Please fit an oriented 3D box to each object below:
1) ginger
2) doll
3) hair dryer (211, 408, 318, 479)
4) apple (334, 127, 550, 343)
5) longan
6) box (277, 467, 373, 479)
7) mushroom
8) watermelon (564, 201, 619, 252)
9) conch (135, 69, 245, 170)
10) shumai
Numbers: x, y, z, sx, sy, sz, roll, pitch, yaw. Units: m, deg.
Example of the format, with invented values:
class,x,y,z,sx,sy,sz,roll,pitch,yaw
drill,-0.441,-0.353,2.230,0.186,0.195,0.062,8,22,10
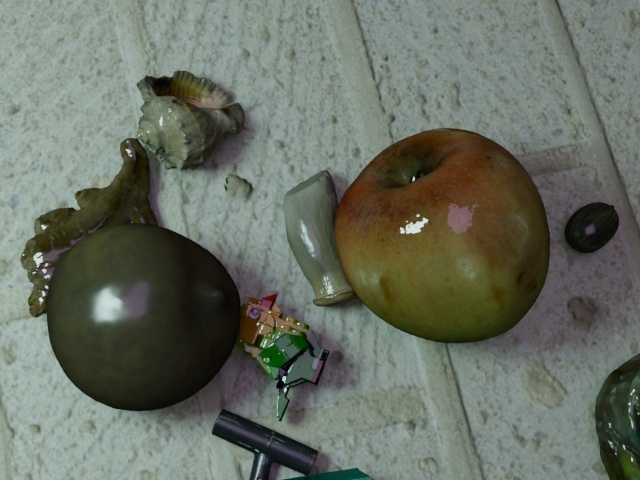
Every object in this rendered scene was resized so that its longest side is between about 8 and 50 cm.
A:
class,x,y,z,sx,sy,sz,roll,pitch,yaw
ginger,-0.379,-0.010,1.611,0.166,0.080,0.333,46,66,-7
doll,-0.072,0.179,1.568,0.134,0.106,0.186,-39,80,-3
hair dryer,-0.120,0.388,1.529,0.173,0.050,0.195,24,74,3
apple,0.205,-0.002,1.549,0.338,0.338,0.305,-42,120,-17
longan,-0.270,0.117,1.480,0.297,0.297,0.297,2,72,-6
box,-0.037,0.445,1.467,0.245,0.092,0.153,-7,89,-13
mushroom,-0.006,-0.005,1.642,0.096,0.108,0.247,-24,69,28
watermelon,0.484,-0.025,1.716,0.110,0.078,0.078,-36,79,-18
conch,-0.230,-0.211,1.656,0.245,0.163,0.178,-22,91,-43
shumai,0.611,0.303,1.526,0.309,0.263,0.304,38,74,6
